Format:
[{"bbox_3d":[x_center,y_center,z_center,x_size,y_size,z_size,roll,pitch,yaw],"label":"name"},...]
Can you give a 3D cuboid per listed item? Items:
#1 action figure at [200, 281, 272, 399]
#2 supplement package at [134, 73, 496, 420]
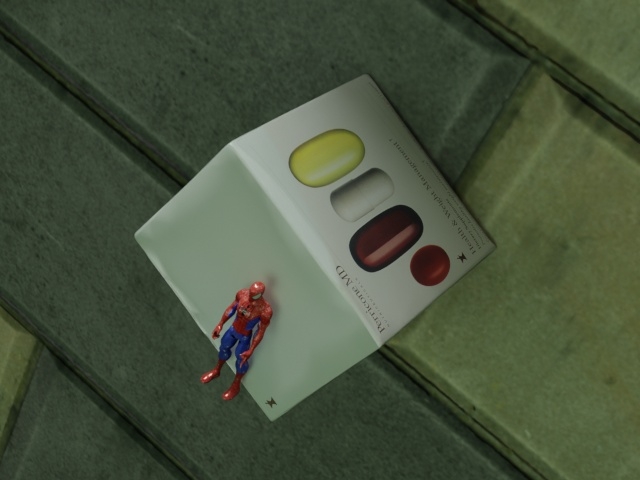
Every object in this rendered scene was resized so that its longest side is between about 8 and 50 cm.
[{"bbox_3d":[-0.063,0.075,0.895,0.038,0.030,0.115,38,127,21],"label":"action figure"},{"bbox_3d":[0.000,0.000,0.965,0.194,0.203,0.149,53,131,2],"label":"supplement package"}]
